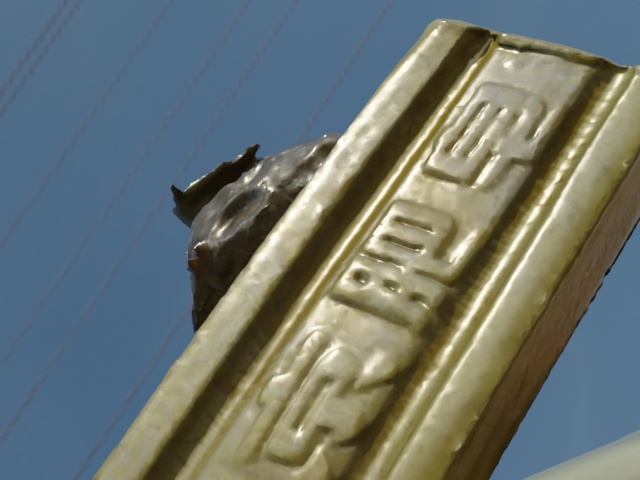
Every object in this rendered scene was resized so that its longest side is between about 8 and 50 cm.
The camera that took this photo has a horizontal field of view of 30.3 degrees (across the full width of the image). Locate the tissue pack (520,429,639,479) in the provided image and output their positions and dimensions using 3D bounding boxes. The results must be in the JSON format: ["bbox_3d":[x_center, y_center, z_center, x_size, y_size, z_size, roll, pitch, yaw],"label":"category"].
[{"bbox_3d":[0.113,0.231,0.578,0.297,0.207,0.380,-42,-22,32],"label":"tissue pack"}]

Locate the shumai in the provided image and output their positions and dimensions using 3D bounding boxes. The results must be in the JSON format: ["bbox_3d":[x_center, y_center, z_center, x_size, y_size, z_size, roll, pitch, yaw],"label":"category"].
[{"bbox_3d":[0.000,0.000,0.675,0.166,0.176,0.206,-28,-45,2],"label":"shumai"}]

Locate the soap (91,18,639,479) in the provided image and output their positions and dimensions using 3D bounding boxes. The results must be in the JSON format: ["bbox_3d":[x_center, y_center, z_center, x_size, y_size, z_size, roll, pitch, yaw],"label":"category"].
[{"bbox_3d":[0.014,0.036,0.342,0.252,0.092,0.037,-55,-33,-22],"label":"soap"}]
